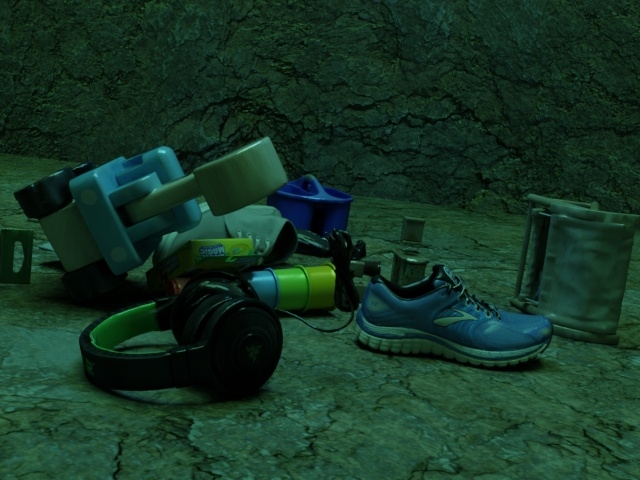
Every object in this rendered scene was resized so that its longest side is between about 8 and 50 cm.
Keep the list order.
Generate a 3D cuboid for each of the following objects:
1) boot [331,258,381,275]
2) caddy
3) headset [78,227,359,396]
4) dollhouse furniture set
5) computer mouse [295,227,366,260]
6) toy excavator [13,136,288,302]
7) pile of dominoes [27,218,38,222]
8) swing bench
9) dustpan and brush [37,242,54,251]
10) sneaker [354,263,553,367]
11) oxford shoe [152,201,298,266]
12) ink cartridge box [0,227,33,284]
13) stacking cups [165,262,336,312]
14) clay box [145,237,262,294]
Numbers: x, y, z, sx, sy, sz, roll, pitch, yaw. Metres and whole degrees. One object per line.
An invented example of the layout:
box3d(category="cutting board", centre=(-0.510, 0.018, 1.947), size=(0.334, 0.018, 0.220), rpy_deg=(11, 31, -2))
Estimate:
box3d(category="boot", centre=(0.083, 0.061, 1.807), size=(0.114, 0.037, 0.106), rpy_deg=(8, -3, -10))
box3d(category="caddy", centre=(-0.040, -0.114, 2.320), size=(0.242, 0.179, 0.341), rpy_deg=(4, 10, -20))
box3d(category="headset", centre=(-0.135, 0.096, 1.052), size=(0.395, 0.185, 0.243), rpy_deg=(-8, 14, -16))
box3d(category="dollhouse furniture set", centre=(0.131, 0.043, 1.525), size=(0.161, 0.181, 0.101), rpy_deg=(5, 10, -9))
box3d(category="computer mouse", centre=(0.000, 0.000, 2.035), size=(0.262, 0.060, 0.184), rpy_deg=(10, 11, 18))
box3d(category="toy excavator", centre=(-0.278, -0.077, 1.298), size=(0.446, 0.222, 0.433), rpy_deg=(-24, 12, 3))
box3d(category="pile of dominoes", centre=(-0.709, -0.083, 2.110), size=(0.196, 0.040, 0.251), rpy_deg=(4, 10, -14))
box3d(category="swing bench", centre=(0.509, 0.049, 1.534), size=(0.165, 0.253, 0.254), rpy_deg=(6, 9, 1))
box3d(category="dustpan and brush", centre=(-0.476, 0.030, 1.611), size=(0.147, 0.060, 0.211), rpy_deg=(14, 19, 29))
box3d(category="sneaker", centre=(0.228, 0.121, 1.255), size=(0.330, 0.147, 0.130), rpy_deg=(7, 10, -2))
box3d(category="oxford shoe", centre=(-0.189, 0.004, 1.664), size=(0.130, 0.169, 0.449), rpy_deg=(35, 21, 23))
box3d(category="ink cartridge box", centre=(-0.614, 0.033, 1.313), size=(0.209, 0.108, 0.062), rpy_deg=(3, 11, -24))
box3d(category="stacking cups", centre=(-0.119, 0.100, 1.366), size=(0.317, 0.095, 0.096), rpy_deg=(-5, 14, -29))
box3d(category="clay box", centre=(-0.215, 0.044, 1.379), size=(0.128, 0.053, 0.222), rpy_deg=(-2, -19, -39))
